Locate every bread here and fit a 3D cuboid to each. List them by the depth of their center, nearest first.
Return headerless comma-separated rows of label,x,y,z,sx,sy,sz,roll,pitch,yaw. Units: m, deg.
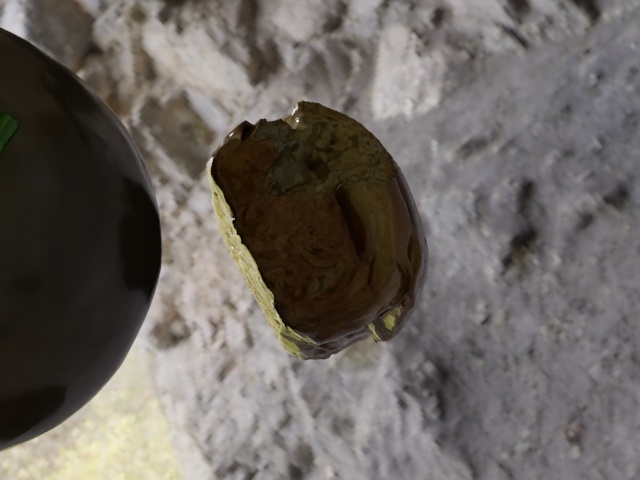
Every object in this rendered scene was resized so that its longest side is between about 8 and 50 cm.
bread,0.007,0.000,1.200,0.149,0.195,0.344,-28,-6,-5

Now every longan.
longan,-0.264,-0.003,1.044,0.319,0.319,0.319,-30,35,24

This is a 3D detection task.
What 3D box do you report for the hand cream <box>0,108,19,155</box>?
hand cream,-0.219,-0.026,0.850,0.023,0.036,0.122,15,64,32
